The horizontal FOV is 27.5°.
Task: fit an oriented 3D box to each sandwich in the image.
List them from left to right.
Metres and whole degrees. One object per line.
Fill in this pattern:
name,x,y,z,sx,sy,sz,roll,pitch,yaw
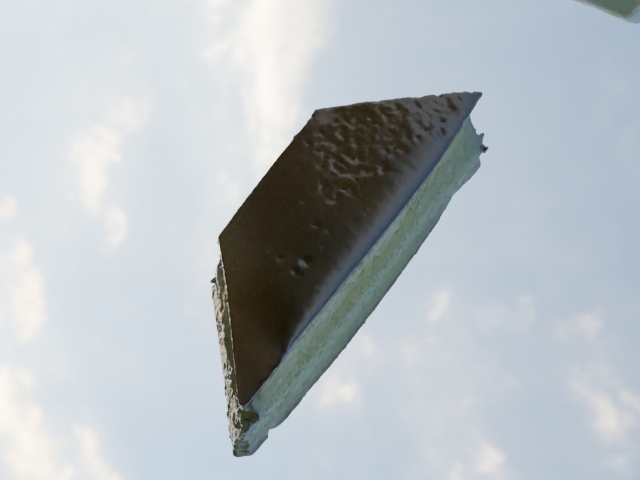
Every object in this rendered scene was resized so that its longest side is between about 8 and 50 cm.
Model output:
sandwich,0.000,0.000,0.783,0.096,0.258,0.094,32,-28,13

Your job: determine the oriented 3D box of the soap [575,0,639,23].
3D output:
soap,0.028,-0.196,0.427,0.289,0.095,0.173,32,-73,33
